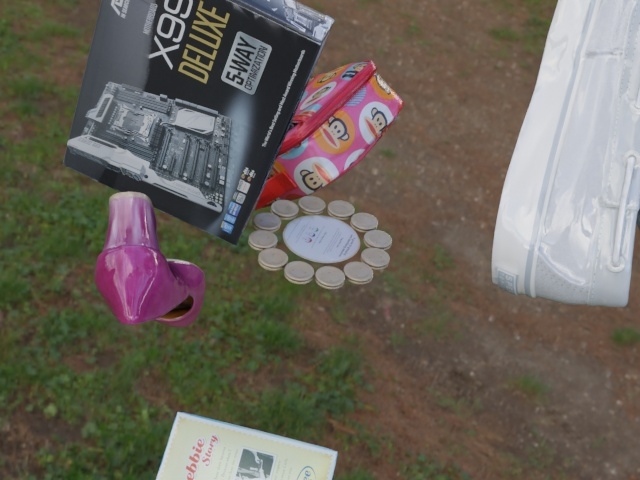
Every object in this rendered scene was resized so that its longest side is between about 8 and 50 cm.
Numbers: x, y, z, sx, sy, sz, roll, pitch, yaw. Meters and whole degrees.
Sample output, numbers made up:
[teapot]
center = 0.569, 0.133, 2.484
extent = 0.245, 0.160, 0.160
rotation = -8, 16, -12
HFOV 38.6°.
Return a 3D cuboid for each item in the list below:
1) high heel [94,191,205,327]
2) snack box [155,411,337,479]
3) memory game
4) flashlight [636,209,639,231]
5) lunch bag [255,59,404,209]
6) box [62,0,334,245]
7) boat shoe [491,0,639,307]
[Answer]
[high heel]
center = -0.149, 0.062, 0.830
extent = 0.082, 0.244, 0.117
rotation = -3, 63, -4
[snack box]
center = -0.107, 0.355, 0.953
extent = 0.187, 0.060, 0.322
rotation = 14, 59, 1
[memory game]
center = 0.000, 0.000, 1.153
extent = 0.186, 0.012, 0.186
rotation = 6, 37, -4
[flashlight]
center = 0.308, 0.070, 0.669
extent = 0.304, 0.103, 0.103
rotation = 60, 28, -14
[lunch bag]
center = -0.036, -0.139, 1.374
extent = 0.120, 0.293, 0.258
rotation = 51, 61, -17
[box]
center = -0.152, -0.171, 1.073
extent = 0.242, 0.307, 0.076
rotation = 25, 37, -2
[boat shoe]
center = 0.120, -0.062, 0.363
extent = 0.063, 0.184, 0.066
rotation = 15, -16, 19
